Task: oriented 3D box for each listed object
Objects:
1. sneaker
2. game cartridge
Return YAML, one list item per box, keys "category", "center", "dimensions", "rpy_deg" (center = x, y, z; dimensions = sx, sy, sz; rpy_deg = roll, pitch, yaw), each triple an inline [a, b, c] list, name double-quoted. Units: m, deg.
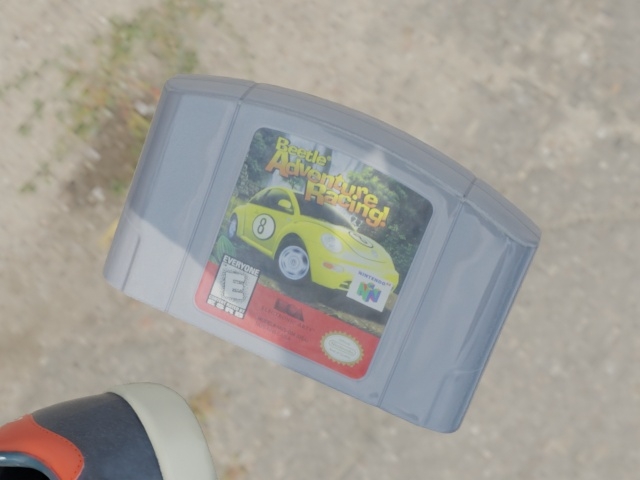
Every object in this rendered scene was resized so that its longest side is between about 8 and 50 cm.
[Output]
- category: "sneaker"
  center: [-0.096, 0.239, 1.008]
  dimensions: [0.148, 0.350, 0.131]
  rpy_deg: [-8, 146, -30]
- category: "game cartridge"
  center: [0.000, 0.000, 1.443]
  dimensions: [0.060, 0.294, 0.196]
  rpy_deg: [-50, 162, -68]
